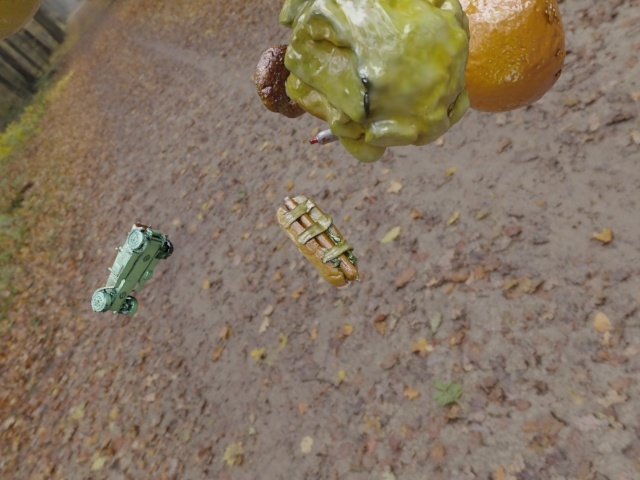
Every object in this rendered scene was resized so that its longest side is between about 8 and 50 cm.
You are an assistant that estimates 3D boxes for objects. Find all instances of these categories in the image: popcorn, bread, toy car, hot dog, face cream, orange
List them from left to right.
[{"bbox_3d":[-0.279,0.045,0.875,0.054,0.073,0.143,35,96,26],"label":"toy car"},{"bbox_3d":[-0.081,-0.396,1.477,0.063,0.193,0.193,-2,53,46],"label":"bread"},{"bbox_3d":[0.000,0.000,1.388,0.109,0.269,0.072,-35,-14,-25],"label":"hot dog"},{"bbox_3d":[0.014,-0.239,1.377,0.083,0.040,0.021,-20,63,-15],"label":"face cream"},{"bbox_3d":[0.072,-0.247,0.789,0.252,0.286,0.215,-38,-11,26],"label":"popcorn"},{"bbox_3d":[0.410,-0.470,1.419,0.293,0.341,0.341,-16,39,12],"label":"orange"}]

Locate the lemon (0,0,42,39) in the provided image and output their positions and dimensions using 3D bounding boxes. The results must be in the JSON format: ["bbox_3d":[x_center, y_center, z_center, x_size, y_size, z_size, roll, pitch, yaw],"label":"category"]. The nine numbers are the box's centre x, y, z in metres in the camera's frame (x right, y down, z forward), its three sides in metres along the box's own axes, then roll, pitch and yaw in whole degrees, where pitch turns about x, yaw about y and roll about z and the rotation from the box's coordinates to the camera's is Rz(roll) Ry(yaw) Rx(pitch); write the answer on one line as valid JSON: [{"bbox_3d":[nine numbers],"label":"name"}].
[{"bbox_3d":[-0.781,-0.593,1.292,0.348,0.348,0.348,-33,34,25],"label":"lemon"}]
